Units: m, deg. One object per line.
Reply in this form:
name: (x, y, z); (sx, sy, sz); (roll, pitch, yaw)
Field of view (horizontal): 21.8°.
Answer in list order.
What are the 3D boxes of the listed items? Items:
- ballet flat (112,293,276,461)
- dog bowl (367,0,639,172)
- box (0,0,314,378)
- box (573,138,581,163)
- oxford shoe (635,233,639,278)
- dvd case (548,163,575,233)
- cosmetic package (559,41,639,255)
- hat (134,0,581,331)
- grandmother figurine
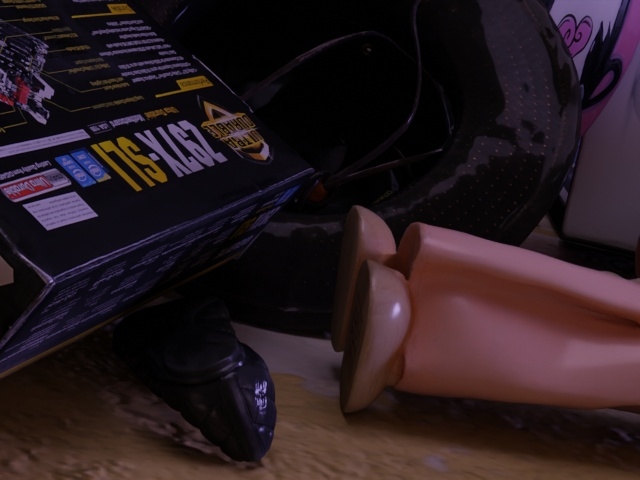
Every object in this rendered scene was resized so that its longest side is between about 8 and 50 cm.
ballet flat: (-0.060, 0.058, 0.757); (0.057, 0.049, 0.173); (-20, 14, -9)
dog bowl: (0.070, -0.198, 1.218); (0.150, 0.408, 0.408); (18, 5, -42)
box: (-0.161, -0.073, 0.758); (0.257, 0.079, 0.322); (45, 19, 5)
box: (0.321, -0.102, 1.761); (0.233, 0.044, 0.159); (12, 12, 1)
oxford shoe: (0.400, -0.033, 1.034); (0.397, 0.140, 0.146); (-14, -8, 25)
dvd case: (0.279, -0.025, 1.423); (0.179, 0.029, 0.238); (11, 12, -1)
cosmetic package: (0.310, -0.086, 1.226); (0.225, 0.224, 0.138); (13, 0, 8)
hat: (-0.009, -0.074, 1.018); (0.331, 0.331, 0.134); (13, -24, 7)
grandmother figurine: (0.183, 0.058, 0.814); (0.343, 0.104, 0.207); (7, 32, -8)
